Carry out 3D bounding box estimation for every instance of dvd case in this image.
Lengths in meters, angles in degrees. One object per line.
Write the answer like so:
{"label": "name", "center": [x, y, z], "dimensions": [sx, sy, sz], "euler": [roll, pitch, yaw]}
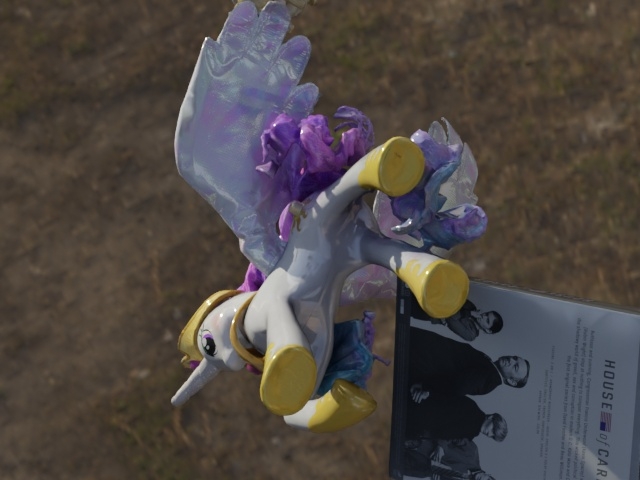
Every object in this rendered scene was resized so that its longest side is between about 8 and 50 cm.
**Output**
{"label": "dvd case", "center": [0.153, 0.125, 1.257], "dimensions": [0.239, 0.179, 0.029], "euler": [11, 12, 41]}

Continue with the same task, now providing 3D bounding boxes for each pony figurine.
{"label": "pony figurine", "center": [0.000, 0.000, 1.373], "dimensions": [0.351, 0.303, 0.363], "euler": [-63, 18, -9]}

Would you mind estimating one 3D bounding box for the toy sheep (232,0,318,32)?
{"label": "toy sheep", "center": [-0.045, -0.263, 1.658], "dimensions": [0.091, 0.091, 0.132], "euler": [3, 32, 24]}
